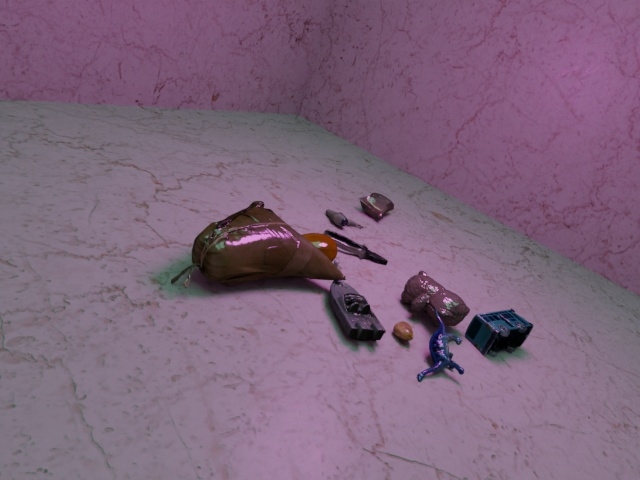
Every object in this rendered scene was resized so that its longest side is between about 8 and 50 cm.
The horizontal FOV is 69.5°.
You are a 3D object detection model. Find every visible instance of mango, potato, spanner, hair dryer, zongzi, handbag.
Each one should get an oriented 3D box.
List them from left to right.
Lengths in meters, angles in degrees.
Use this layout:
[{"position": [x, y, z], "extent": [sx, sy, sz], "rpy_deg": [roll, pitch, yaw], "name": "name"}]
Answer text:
[{"position": [-0.172, 0.078, 1.559], "extent": [0.466, 0.218, 0.500], "rpy_deg": [27, 25, 11], "name": "zongzi"}, {"position": [-0.037, 0.035, 1.880], "extent": [0.220, 0.121, 0.152], "rpy_deg": [4, 31, -20], "name": "mango"}, {"position": [0.119, -0.114, 2.404], "extent": [0.167, 0.068, 0.199], "rpy_deg": [34, 16, 36], "name": "hair dryer"}, {"position": [0.164, 0.037, 2.122], "extent": [0.324, 0.040, 0.096], "rpy_deg": [25, 28, -8], "name": "spanner"}, {"position": [0.326, -0.210, 2.680], "extent": [0.182, 0.117, 0.270], "rpy_deg": [42, 28, 9], "name": "handbag"}, {"position": [0.299, 0.324, 1.645], "extent": [0.068, 0.062, 0.083], "rpy_deg": [-18, 13, -14], "name": "potato"}]

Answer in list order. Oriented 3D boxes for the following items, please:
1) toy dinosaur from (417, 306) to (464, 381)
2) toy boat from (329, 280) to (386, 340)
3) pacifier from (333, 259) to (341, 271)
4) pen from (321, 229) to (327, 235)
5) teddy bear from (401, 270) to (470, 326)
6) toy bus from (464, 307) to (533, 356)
[{"position": [0.425, 0.384, 1.595], "extent": [0.144, 0.076, 0.329], "rpy_deg": [32, 45, -1], "name": "toy dinosaur"}, {"position": [0.113, 0.233, 1.637], "extent": [0.141, 0.092, 0.320], "rpy_deg": [10, 26, -28], "name": "toy boat"}, {"position": [0.056, 0.105, 1.880], "extent": [0.068, 0.064, 0.083], "rpy_deg": [12, 24, -2], "name": "pacifier"}, {"position": [0.000, 0.000, 2.090], "extent": [0.028, 0.028, 0.239], "rpy_deg": [25, 24, 5], "name": "pen"}, {"position": [0.454, 0.241, 1.833], "extent": [0.235, 0.151, 0.267], "rpy_deg": [-4, 35, -41], "name": "teddy bear"}, {"position": [0.712, 0.359, 1.840], "extent": [0.255, 0.128, 0.147], "rpy_deg": [0, 31, -36], "name": "toy bus"}]
